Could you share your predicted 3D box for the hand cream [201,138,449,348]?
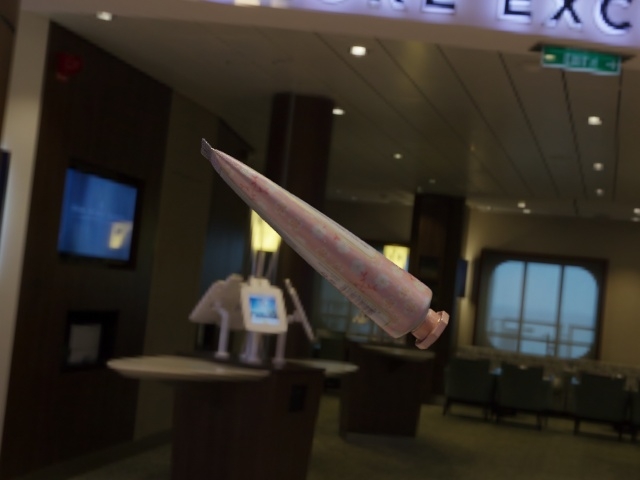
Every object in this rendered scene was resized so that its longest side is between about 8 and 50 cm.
[{"bbox_3d":[0.000,0.000,0.611,0.210,0.043,0.067,39,-5,-6],"label":"hand cream"}]
